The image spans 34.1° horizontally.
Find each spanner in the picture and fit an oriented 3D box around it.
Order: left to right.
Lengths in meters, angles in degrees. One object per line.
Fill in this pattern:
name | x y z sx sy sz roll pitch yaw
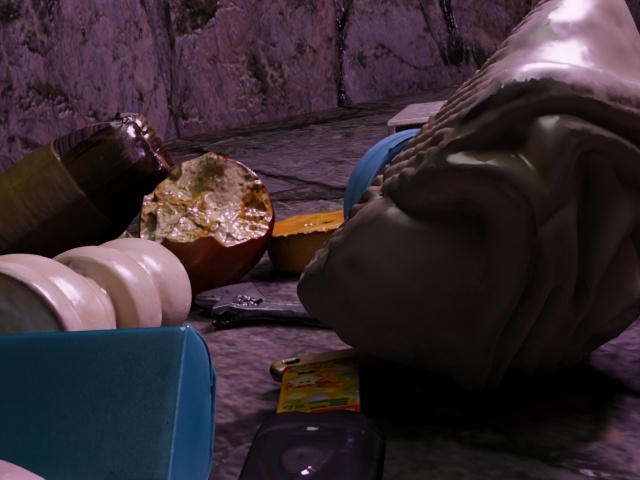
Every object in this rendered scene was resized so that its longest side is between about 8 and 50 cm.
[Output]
spanner | -0.007 0.073 1.065 0.326 0.026 0.093 3 16 36

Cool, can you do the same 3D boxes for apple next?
apple | -0.140 -0.010 1.228 0.156 0.147 0.158 29 67 16

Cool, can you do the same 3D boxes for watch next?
watch | 0.128 -0.040 1.089 0.193 0.210 0.211 7 10 -12

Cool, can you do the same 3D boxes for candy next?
candy | 0.001 0.128 0.786 0.062 0.038 0.122 -8 13 3

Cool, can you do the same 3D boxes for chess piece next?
chess piece | -0.224 0.074 0.968 0.167 0.167 0.300 -5 7 18

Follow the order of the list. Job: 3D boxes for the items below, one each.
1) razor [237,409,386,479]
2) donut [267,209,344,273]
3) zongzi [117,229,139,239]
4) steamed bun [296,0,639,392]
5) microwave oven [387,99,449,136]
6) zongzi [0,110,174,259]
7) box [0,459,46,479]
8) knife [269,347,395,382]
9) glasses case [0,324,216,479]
razor | -0.010 0.154 0.640 0.090 0.054 0.148 -6 14 12
donut | 0.000 0.000 1.294 0.152 0.058 0.152 -9 12 2
zongzi | -0.286 0.013 1.470 0.109 0.055 0.119 -12 -11 44
steamed bun | 0.162 -0.018 0.838 0.310 0.219 0.324 -47 -1 39
microwave oven | 0.237 -0.132 1.513 0.241 0.145 0.194 -5 11 17
zongzi | -0.319 -0.061 1.378 0.289 0.154 0.317 -32 11 4
box | -0.238 0.188 0.576 0.200 0.088 0.146 -21 16 -39
knife | 0.103 0.094 0.912 0.298 0.017 0.047 -8 14 -14
glasses case | -0.226 0.131 0.776 0.301 0.117 0.070 -4 -23 20
